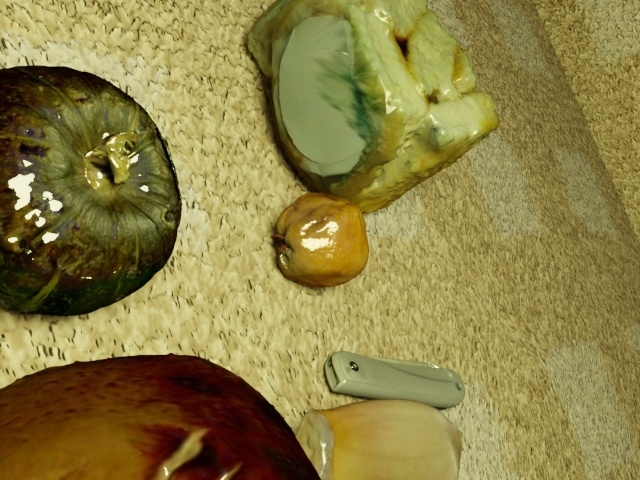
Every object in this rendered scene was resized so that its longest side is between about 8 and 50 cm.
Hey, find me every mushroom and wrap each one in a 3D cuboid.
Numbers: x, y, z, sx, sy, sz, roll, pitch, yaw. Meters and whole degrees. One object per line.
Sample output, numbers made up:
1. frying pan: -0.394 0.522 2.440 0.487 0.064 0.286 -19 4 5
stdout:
1. mushroom: -0.135 0.245 0.502 0.334 0.356 0.331 -26 74 -23

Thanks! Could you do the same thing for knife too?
1. knife: 0.108 0.193 0.918 0.265 0.040 0.073 16 45 -40

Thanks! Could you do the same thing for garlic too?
1. garlic: 0.074 0.259 0.771 0.318 0.112 0.143 24 62 -55

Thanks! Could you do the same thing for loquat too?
1. loquat: 0.000 0.000 0.867 0.137 0.113 0.137 -2 94 -39

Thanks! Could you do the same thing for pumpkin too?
1. pumpkin: -0.234 -0.050 0.598 0.238 0.159 0.238 31 44 -36

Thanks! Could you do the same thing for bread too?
1. bread: 0.044 -0.252 0.955 0.264 0.239 0.395 -22 82 -51
